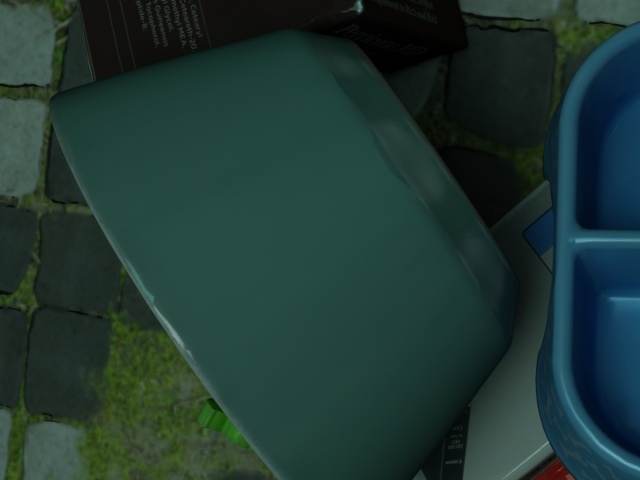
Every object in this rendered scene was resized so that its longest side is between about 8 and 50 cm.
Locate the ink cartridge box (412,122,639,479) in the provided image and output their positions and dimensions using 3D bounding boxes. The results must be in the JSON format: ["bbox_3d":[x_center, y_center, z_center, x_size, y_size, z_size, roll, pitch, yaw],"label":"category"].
[{"bbox_3d":[0.164,0.118,0.918,0.296,0.066,0.261,-43,70,21],"label":"ink cartridge box"}]

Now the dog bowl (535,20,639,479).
[{"bbox_3d":[0.204,0.007,0.814,0.166,0.074,0.297,1,75,13],"label":"dog bowl"}]

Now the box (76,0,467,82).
[{"bbox_3d":[-0.040,-0.186,0.967,0.203,0.168,0.167,-16,82,27],"label":"box"}]

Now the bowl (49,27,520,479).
[{"bbox_3d":[0.000,0.000,0.834,0.163,0.311,0.311,-35,74,4],"label":"bowl"}]

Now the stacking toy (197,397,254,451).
[{"bbox_3d":[-0.046,0.241,1.035,0.221,0.052,0.167,38,106,23],"label":"stacking toy"}]
